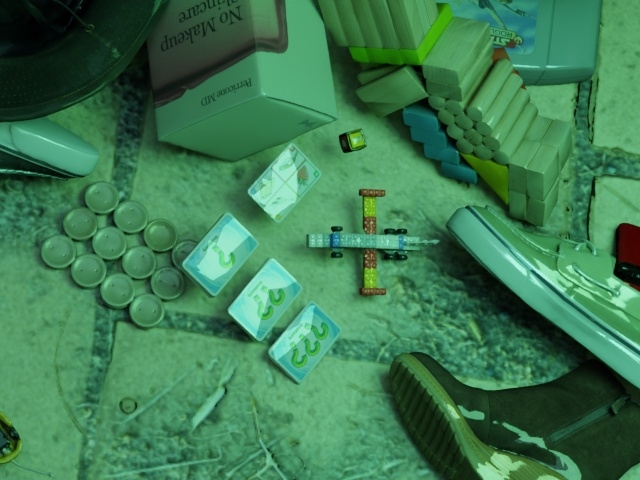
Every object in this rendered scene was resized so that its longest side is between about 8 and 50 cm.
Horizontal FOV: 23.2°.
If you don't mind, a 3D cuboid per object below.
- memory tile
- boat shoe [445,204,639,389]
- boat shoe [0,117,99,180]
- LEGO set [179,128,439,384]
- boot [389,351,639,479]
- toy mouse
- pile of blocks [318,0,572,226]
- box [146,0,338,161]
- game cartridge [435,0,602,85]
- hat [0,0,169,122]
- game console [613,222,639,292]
[{"bbox_3d":[-0.203,0.014,1.612,0.148,0.012,0.113,34,70,3],"label":"memory tile"},{"bbox_3d":[0.269,0.049,1.624,0.302,0.109,0.094,37,94,-2],"label":"boat shoe"},{"bbox_3d":[-0.379,-0.099,1.577,0.301,0.108,0.102,16,102,-17],"label":"boat shoe"},{"bbox_3d":[0.000,0.000,1.608,0.182,0.060,0.244,46,69,-14],"label":"LEGO set"},{"bbox_3d":[0.211,0.178,1.612,0.207,0.090,0.248,-33,76,-32],"label":"boot"},{"bbox_3d":[-0.363,0.215,1.509,0.143,0.031,0.161,-38,82,-19],"label":"toy mouse"},{"bbox_3d":[0.140,-0.175,1.662,0.362,0.149,0.112,50,52,-20],"label":"pile of blocks"},{"bbox_3d":[-0.090,-0.219,1.615,0.127,0.148,0.232,14,62,-52],"label":"box"},{"bbox_3d":[0.173,-0.279,1.752,0.297,0.062,0.198,11,67,-7],"label":"game cartridge"},{"bbox_3d":[-0.317,-0.260,1.599,0.331,0.134,0.331,4,75,-14],"label":"hat"},{"bbox_3d":[0.376,0.064,1.698,0.144,0.085,0.124,18,39,-4],"label":"game console"}]
